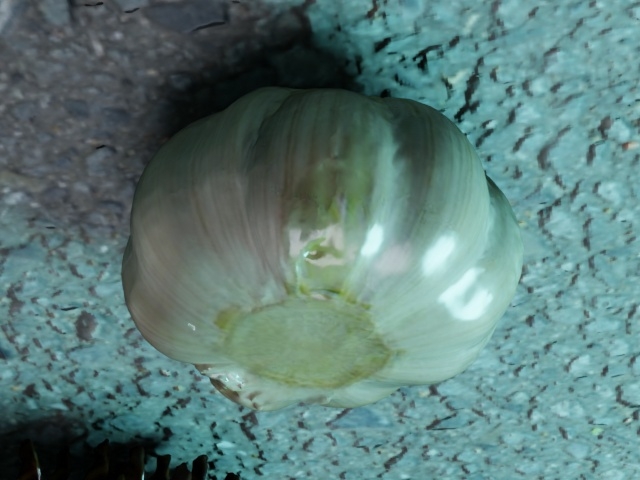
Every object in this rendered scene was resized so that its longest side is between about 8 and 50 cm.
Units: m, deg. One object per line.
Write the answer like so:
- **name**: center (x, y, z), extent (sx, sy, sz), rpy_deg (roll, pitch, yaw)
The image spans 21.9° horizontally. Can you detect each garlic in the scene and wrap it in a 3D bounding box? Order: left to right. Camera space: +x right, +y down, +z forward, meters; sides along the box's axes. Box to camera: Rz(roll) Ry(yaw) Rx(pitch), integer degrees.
- **garlic**: center (0.004, 0.000, 0.921), extent (0.227, 0.152, 0.228), rpy_deg (-1, 148, 0)

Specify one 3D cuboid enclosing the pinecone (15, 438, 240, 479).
- **pinecone**: center (-0.158, 0.253, 1.147), extent (0.292, 0.246, 0.246), rpy_deg (-7, 141, -13)
